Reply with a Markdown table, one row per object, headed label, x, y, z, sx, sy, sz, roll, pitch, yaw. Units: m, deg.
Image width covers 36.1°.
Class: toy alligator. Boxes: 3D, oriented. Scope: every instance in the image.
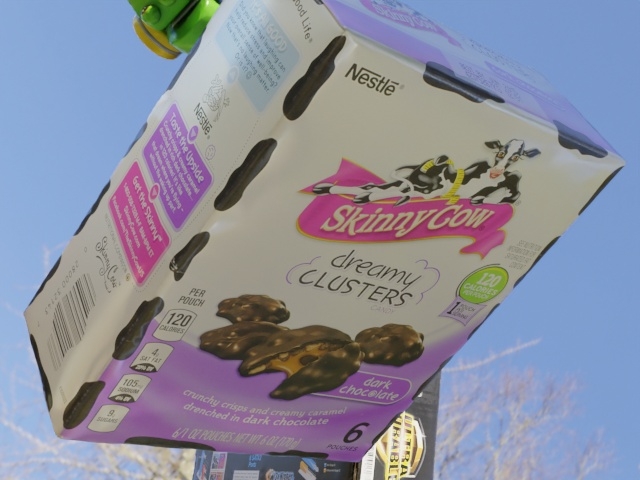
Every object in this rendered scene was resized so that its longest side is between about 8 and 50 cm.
| label | x | y | z | sx | sy | sz | roll | pitch | yaw |
| --- | --- | --- | --- | --- | --- | --- | --- | --- | --- |
| toy alligator | -0.063 | -0.108 | 0.452 | 0.056 | 0.190 | 0.051 | -40 | -134 | 24 |

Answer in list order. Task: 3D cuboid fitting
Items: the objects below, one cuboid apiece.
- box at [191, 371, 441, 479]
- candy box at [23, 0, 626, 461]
| label | x | y | z | sx | sy | sz | roll | pitch | yaw |
| --- | --- | --- | --- | --- | --- | --- | --- | --- | --- |
| box | -0.013 | 0.133 | 0.784 | 0.073 | 0.293 | 0.295 | 17 | -20 | -25 |
| candy box | 0.000 | 0.000 | 0.405 | 0.196 | 0.165 | 0.070 | -53 | -135 | 24 |
